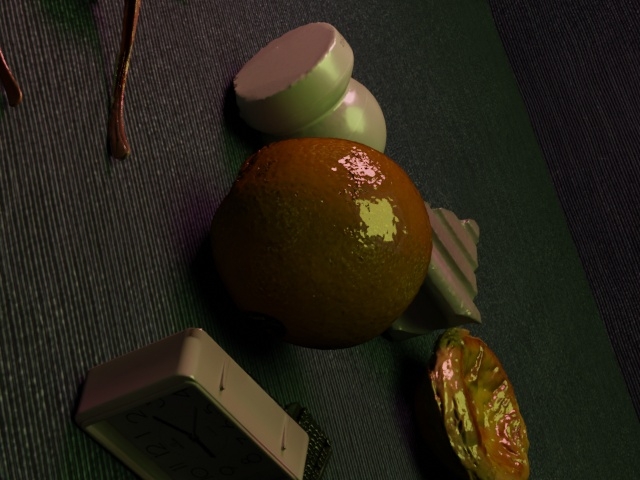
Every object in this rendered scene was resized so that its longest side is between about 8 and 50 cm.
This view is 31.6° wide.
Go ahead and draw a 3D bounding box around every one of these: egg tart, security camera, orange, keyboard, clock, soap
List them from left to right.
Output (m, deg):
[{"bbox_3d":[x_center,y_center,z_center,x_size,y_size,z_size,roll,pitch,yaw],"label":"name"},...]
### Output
[{"bbox_3d":[-0.122,0.185,1.108,0.197,0.150,0.063,50,30,-32],"label":"clock"},{"bbox_3d":[-0.036,0.286,1.349,0.094,0.025,0.230,56,25,-14],"label":"keyboard"},{"bbox_3d":[0.000,-0.178,1.669,0.236,0.194,0.194,54,26,-33],"label":"security camera"},{"bbox_3d":[0.000,0.000,1.400,0.274,0.274,0.274,46,30,-37],"label":"orange"},{"bbox_3d":[0.125,-0.017,1.802,0.302,0.159,0.258,55,29,-27],"label":"soap"},{"bbox_3d":[0.230,0.281,1.798,0.295,0.116,0.295,45,33,-41],"label":"egg tart"}]

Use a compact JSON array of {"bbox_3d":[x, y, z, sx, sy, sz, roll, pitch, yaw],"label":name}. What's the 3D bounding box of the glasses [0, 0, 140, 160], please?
[{"bbox_3d":[-0.302,-0.243,1.286,0.234,0.118,0.268,30,61,-55],"label":"glasses"}]
